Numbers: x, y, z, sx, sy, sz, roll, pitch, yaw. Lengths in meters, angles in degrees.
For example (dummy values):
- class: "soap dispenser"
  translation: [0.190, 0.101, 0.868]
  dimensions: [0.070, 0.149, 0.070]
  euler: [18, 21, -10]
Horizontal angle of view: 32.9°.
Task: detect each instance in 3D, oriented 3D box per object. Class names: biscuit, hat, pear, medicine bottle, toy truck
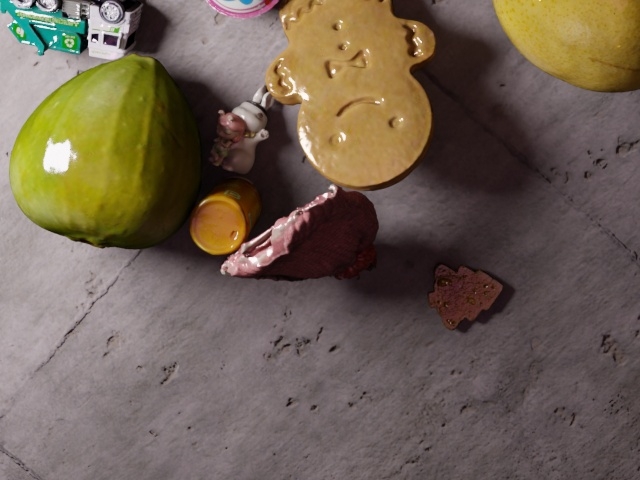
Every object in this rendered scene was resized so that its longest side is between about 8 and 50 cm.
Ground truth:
- class: "biscuit"
  translation: [0.246, 0.090, 1.842]
  dimensions: [0.130, 0.019, 0.119]
  euler: [-9, 101, 6]
- class: "hat"
  translation: [0.000, 0.000, 1.724]
  dimensions: [0.236, 0.286, 0.107]
  euler: [-33, 64, 25]
- class: "biscuit"
  translation: [0.052, -0.250, 1.692]
  dimensions: [0.275, 0.052, 0.355]
  euler: [-12, 75, 7]
- class: "pear"
  translation: [0.416, -0.373, 1.600]
  dimensions: [0.314, 0.314, 0.314]
  euler: [1, 102, 3]
- class: "medicine bottle"
  translation: [-0.149, -0.042, 1.747]
  dimensions: [0.096, 0.192, 0.096]
  euler: [1, 103, 4]
- class: "toy truck"
  translation: [-0.399, -0.352, 1.742]
  dimensions: [0.216, 0.110, 0.116]
  euler: [11, 116, 0]

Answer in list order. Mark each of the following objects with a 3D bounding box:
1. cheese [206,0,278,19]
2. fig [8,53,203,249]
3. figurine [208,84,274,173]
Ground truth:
- class: "cheese"
  translation: [-0.088, -0.428, 1.715]
  dimensions: [0.244, 0.062, 0.155]
  euler: [-4, 85, 7]
- class: "fig"
  translation: [-0.322, -0.143, 1.697]
  dimensions: [0.316, 0.316, 0.316]
  euler: [1, 102, 3]
- class: "figurine"
  translation: [-0.123, -0.183, 1.763]
  dimensions: [0.081, 0.098, 0.146]
  euler: [25, 104, 10]
